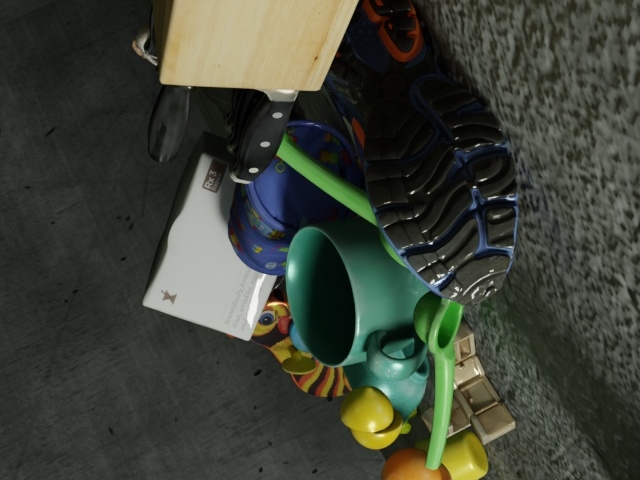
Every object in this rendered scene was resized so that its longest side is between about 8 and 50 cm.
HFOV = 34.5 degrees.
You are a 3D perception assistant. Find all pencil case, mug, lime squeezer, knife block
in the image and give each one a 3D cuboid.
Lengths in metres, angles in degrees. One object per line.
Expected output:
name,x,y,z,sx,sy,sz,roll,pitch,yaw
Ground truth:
pencil case,-0.029,-0.037,1.120,0.306,0.133,0.119,129,139,-78
mug,0.044,0.055,0.938,0.129,0.097,0.158,-35,68,59
lime squeezer,0.065,0.044,0.805,0.310,0.110,0.059,63,-159,-11
knife block,-0.034,-0.123,0.510,0.275,0.088,0.242,-130,42,-66

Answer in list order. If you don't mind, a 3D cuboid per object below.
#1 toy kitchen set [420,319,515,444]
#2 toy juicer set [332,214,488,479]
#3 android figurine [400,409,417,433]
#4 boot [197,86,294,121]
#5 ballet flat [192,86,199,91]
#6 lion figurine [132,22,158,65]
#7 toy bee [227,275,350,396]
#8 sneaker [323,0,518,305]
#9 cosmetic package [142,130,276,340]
toy kitchen set,0.119,0.133,0.899,0.083,0.068,0.075,59,173,32
toy juicer set,0.049,0.139,1.078,0.329,0.089,0.209,64,-155,5
android figurine,0.077,0.184,1.619,0.273,0.056,0.248,-120,6,-45
boot,-0.117,-0.202,1.345,0.223,0.118,0.338,59,-178,-23
ballet flat,-0.186,-0.288,1.633,0.123,0.123,0.348,65,174,-21
lion figurine,-0.083,-0.273,0.700,0.240,0.142,0.392,-111,13,-54
toy bee,-0.064,0.134,1.648,0.195,0.162,0.298,-106,-8,-87
sneaker,0.056,-0.061,0.602,0.087,0.083,0.221,59,-169,-65
cosmetic package,-0.139,-0.022,1.472,0.156,0.217,0.385,21,-171,-11
